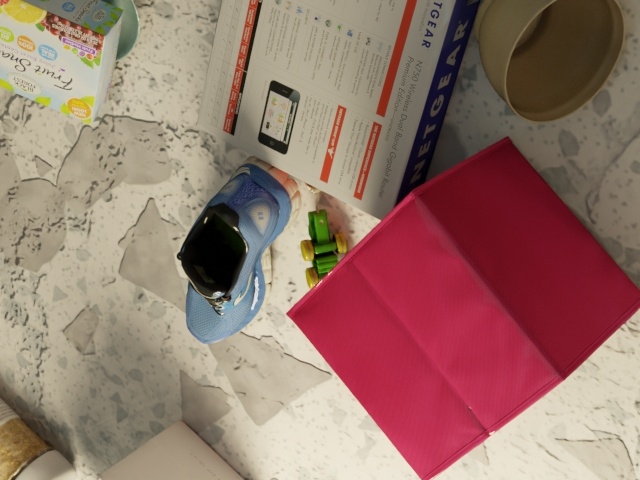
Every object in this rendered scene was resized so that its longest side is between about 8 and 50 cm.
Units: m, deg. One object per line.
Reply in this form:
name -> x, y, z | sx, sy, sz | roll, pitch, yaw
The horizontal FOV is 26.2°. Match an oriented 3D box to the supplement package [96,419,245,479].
supplement package -> -0.248, 0.454, 2.061 | 0.199, 0.198, 0.262 | 41, 126, 13

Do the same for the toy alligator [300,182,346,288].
toy alligator -> 0.000, 0.000, 1.815 | 0.051, 0.056, 0.189 | -154, 53, -75

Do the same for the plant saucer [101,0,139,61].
plant saucer -> -0.331, -0.329, 1.883 | 0.195, 0.037, 0.195 | 13, 137, 12

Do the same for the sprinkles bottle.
sprinkles bottle -> -0.564, 0.304, 2.263 | 0.355, 0.121, 0.121 | 41, 125, 15

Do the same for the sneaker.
sneaker -> -0.140, 0.031, 1.841 | 0.130, 0.147, 0.330 | 38, 138, 17

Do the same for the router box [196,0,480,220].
router box -> 0.017, -0.232, 1.678 | 0.301, 0.082, 0.335 | 28, 123, 20

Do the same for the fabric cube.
fabric cube -> 0.170, 0.078, 1.600 | 0.258, 0.254, 0.259 | 50, 128, 7

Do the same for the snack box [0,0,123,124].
snack box -> -0.385, -0.274, 1.884 | 0.207, 0.070, 0.174 | 24, 138, 2

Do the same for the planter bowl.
planter bowl -> 0.238, -0.225, 1.511 | 0.109, 0.162, 0.162 | 47, 132, 42
